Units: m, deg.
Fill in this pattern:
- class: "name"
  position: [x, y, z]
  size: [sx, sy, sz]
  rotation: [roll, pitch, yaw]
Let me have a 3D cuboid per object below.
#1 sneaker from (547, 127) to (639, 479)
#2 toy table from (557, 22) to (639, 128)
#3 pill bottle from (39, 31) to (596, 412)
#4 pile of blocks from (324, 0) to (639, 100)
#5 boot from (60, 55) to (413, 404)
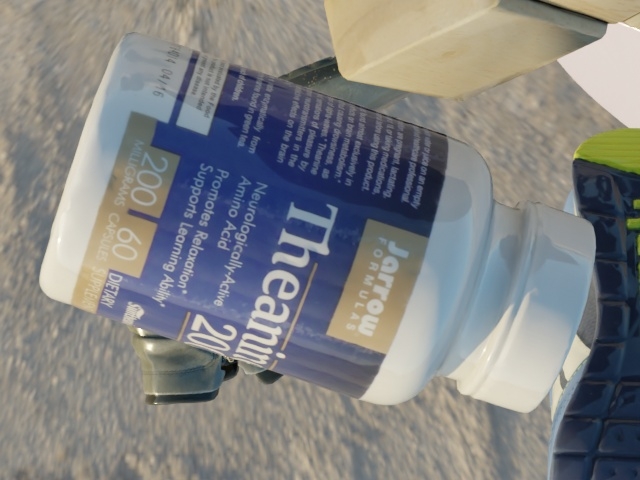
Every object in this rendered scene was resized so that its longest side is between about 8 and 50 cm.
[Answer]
- class: "sneaker"
  position: [0.089, 0.041, 0.510]
  size: [0.053, 0.059, 0.144]
  rotation: [8, 61, 1]
- class: "toy table"
  position: [0.323, -0.145, 1.329]
  size: [0.274, 0.252, 0.161]
  rotation: [37, 76, -1]
- class: "pill bottle"
  position: [0.000, 0.000, 0.430]
  size: [0.120, 0.067, 0.067]
  rotation: [18, 99, -5]
- class: "pile of blocks"
  position: [0.104, -0.195, 0.368]
  size: [0.149, 0.113, 0.362]
  rotation: [40, 111, 34]
- class: "boot"
  position: [-0.021, -0.009, 1.100]
  size: [0.247, 0.083, 0.161]
  rotation: [-27, 92, 2]
